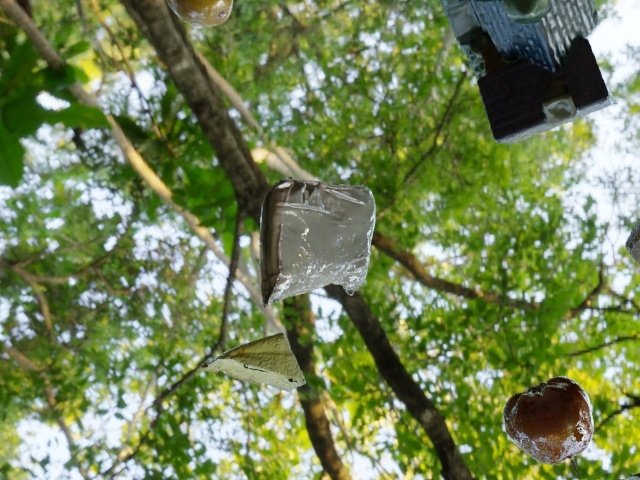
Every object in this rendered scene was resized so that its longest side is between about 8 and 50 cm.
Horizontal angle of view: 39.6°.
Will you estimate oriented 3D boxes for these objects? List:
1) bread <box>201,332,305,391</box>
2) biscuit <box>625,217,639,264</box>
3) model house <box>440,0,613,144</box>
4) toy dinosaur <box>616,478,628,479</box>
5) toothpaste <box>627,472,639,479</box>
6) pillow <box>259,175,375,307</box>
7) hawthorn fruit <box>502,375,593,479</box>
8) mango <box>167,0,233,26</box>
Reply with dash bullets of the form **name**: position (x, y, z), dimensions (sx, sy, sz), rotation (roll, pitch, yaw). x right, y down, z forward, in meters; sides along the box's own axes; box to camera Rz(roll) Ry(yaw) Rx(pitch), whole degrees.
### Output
- **bread**: position (-0.085, 0.171, 1.150), dimensions (0.109, 0.084, 0.080), rotation (-17, -100, -28)
- **biscuit**: position (0.657, -0.025, 1.367), dimensions (0.359, 0.359, 0.046), rotation (-10, -122, 9)
- **model house**: position (0.351, -0.325, 1.505), dimensions (0.245, 0.312, 0.280), rotation (-18, -142, 21)
- **toy dinosaur**: position (0.203, 0.198, 0.583), dimensions (0.029, 0.060, 0.120), rotation (-20, 179, 11)
- **toothpaste**: position (0.507, 0.317, 1.159), dimensions (0.204, 0.049, 0.031), rotation (0, -120, 13)
- **pillow**: position (0.000, 0.000, 1.240), dimensions (0.067, 0.270, 0.173), rotation (0, -91, 31)
- **hawthorn fruit**: position (0.330, 0.257, 1.264), dimensions (0.125, 0.140, 0.125), rotation (-45, -162, 19)
- **mango**: position (-0.198, -0.382, 1.335), dimensions (0.085, 0.102, 0.184), rotation (-32, -130, -20)
